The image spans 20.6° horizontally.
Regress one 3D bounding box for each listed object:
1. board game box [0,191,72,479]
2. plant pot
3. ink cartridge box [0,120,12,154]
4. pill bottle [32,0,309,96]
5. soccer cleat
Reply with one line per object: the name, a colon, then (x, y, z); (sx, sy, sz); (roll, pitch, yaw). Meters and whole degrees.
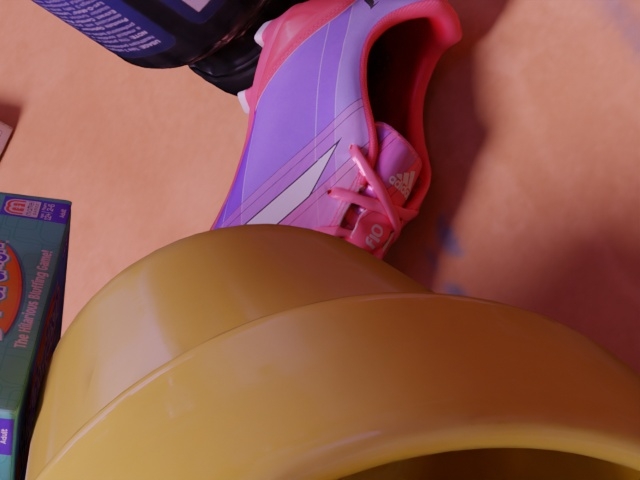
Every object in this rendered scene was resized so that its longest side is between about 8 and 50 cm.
board game box: (-0.143, 0.108, 0.734); (0.160, 0.047, 0.210); (-89, 8, -61)
plant pot: (0.001, 0.112, 0.593); (0.254, 0.254, 0.239); (-50, 27, 9)
ink cartridge box: (-0.228, -0.024, 1.024); (0.063, 0.029, 0.115); (15, 79, 46)
pill bottle: (-0.092, -0.156, 0.831); (0.123, 0.219, 0.123); (-21, 54, 33)
soccer cleat: (0.000, 0.000, 0.764); (0.095, 0.083, 0.248); (-7, 60, 35)
